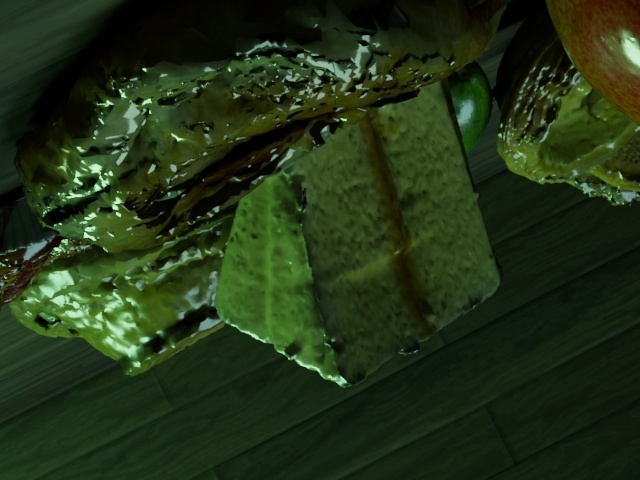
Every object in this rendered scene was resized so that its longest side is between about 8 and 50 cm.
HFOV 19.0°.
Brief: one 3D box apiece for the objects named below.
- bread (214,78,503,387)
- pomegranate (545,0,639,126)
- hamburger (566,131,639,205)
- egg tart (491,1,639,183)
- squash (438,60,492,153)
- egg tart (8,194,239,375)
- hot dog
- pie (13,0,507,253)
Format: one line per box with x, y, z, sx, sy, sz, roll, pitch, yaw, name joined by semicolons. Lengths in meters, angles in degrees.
0.049;-0.029;1.372;0.240;0.135;0.178;-26;138;-51;bread
0.207;-0.141;0.904;0.221;0.221;0.257;-26;-176;-16;pomegranate
0.276;-0.122;1.723;0.182;0.191;0.118;-34;179;-7;hamburger
0.212;-0.139;1.535;0.212;0.090;0.212;-32;152;-20;egg tart
0.088;-0.095;1.603;0.082;0.082;0.292;-27;177;-10;squash
-0.108;0.020;1.495;0.294;0.123;0.294;-26;177;-1;egg tart
-0.204;0.013;1.246;0.108;0.059;0.191;-30;177;-39;hot dog
-0.035;-0.074;1.002;0.308;0.085;0.308;-27;177;-1;pie
